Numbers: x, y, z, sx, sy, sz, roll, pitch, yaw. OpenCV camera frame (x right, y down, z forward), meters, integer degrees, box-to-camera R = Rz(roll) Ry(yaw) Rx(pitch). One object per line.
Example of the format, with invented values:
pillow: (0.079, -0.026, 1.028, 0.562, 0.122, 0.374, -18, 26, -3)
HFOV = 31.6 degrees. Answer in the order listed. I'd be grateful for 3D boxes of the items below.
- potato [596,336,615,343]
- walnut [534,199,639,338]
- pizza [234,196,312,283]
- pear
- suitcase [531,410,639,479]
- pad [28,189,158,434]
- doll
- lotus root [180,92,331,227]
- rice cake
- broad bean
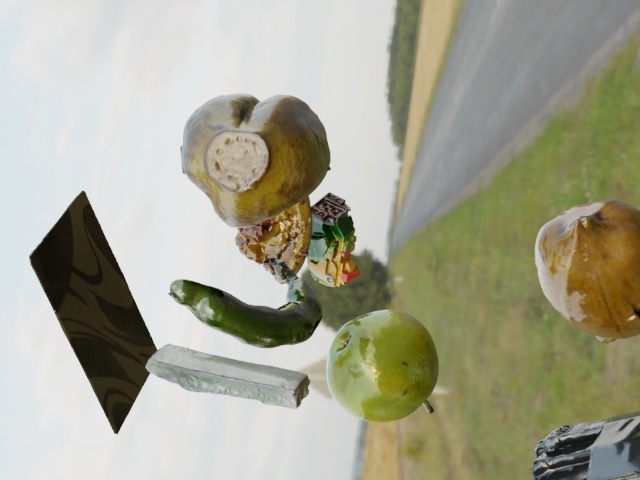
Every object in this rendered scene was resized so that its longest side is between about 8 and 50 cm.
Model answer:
potato: (0.529, 0.147, 2.028, 0.046, 0.045, 0.092, -7, -50, -58)
walnut: (0.428, 0.032, 1.726, 0.336, 0.209, 0.209, 41, -127, -56)
pizza: (-0.093, -0.044, 1.940, 0.085, 0.161, 0.305, -69, -26, -47)
pear: (0.113, 0.208, 1.764, 0.180, 0.216, 0.166, -47, 19, 19)
suitcase: (0.495, 0.337, 1.581, 0.194, 0.434, 0.283, 65, -153, -4)
pad: (-0.342, 0.110, 1.760, 0.220, 0.004, 0.330, -70, -36, -58)
doll: (0.007, 0.000, 2.127, 0.106, 0.134, 0.186, -42, -59, -45)
lotus root: (-0.089, -0.115, 1.476, 0.291, 0.193, 0.193, -61, -22, -75)
rice cake: (-0.112, 0.157, 1.333, 0.047, 0.206, 0.036, -47, -39, -56)
broad bean: (-0.077, 0.084, 1.453, 0.049, 0.144, 0.292, -56, -17, 19)
